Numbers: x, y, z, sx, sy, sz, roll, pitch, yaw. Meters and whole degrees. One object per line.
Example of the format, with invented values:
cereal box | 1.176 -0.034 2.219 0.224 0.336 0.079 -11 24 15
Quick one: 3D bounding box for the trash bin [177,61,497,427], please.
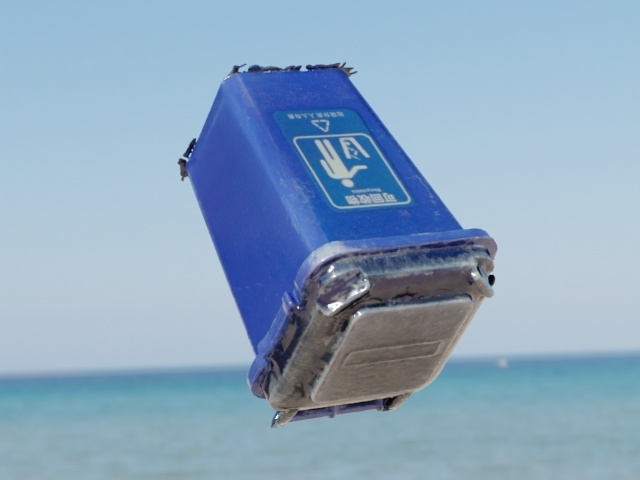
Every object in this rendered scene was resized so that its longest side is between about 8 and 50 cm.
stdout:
trash bin | 0.000 0.000 1.370 0.162 0.234 0.184 -5 -39 -32
